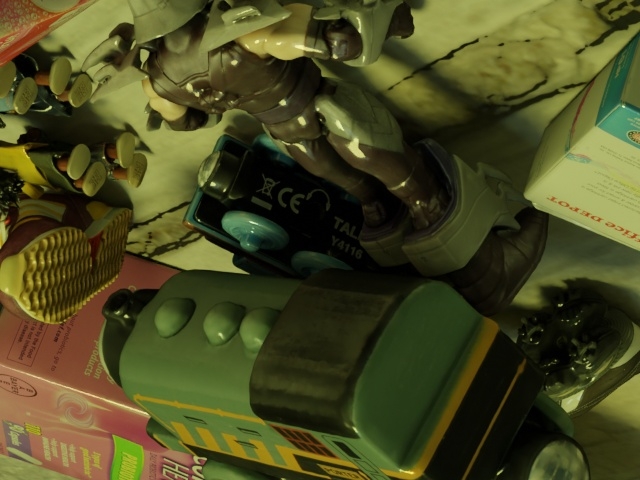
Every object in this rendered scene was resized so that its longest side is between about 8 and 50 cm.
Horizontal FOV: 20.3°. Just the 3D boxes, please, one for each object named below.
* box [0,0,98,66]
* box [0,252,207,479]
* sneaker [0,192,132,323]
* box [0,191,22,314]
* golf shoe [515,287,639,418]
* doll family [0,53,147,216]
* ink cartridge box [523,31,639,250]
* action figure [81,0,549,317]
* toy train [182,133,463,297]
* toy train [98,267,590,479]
[{"bbox_3d":[-0.262,-0.117,0.908,0.300,0.154,0.142,-20,99,53],"label":"box"},{"bbox_3d":[-0.127,0.115,1.369,0.243,0.117,0.213,18,154,1],"label":"box"},{"bbox_3d":[-0.190,0.008,1.173,0.084,0.070,0.185,13,-171,11],"label":"sneaker"},{"bbox_3d":[-0.308,-0.032,1.211,0.153,0.108,0.207,8,153,22],"label":"box"},{"bbox_3d":[0.131,0.103,1.183,0.198,0.077,0.094,-26,148,34],"label":"golf shoe"},{"bbox_3d":[-0.198,-0.073,1.106,0.111,0.076,0.193,8,148,31],"label":"doll family"},{"bbox_3d":[0.172,-0.047,0.924,0.088,0.052,0.122,23,153,-8],"label":"ink cartridge box"},{"bbox_3d":[-0.005,-0.070,0.956,0.285,0.099,0.185,39,155,-29],"label":"action figure"},{"bbox_3d":[0.000,0.000,1.106,0.184,0.080,0.105,26,159,-15],"label":"toy train"},{"bbox_3d":[0.002,0.094,1.051,0.334,0.142,0.190,6,148,52],"label":"toy train"}]
